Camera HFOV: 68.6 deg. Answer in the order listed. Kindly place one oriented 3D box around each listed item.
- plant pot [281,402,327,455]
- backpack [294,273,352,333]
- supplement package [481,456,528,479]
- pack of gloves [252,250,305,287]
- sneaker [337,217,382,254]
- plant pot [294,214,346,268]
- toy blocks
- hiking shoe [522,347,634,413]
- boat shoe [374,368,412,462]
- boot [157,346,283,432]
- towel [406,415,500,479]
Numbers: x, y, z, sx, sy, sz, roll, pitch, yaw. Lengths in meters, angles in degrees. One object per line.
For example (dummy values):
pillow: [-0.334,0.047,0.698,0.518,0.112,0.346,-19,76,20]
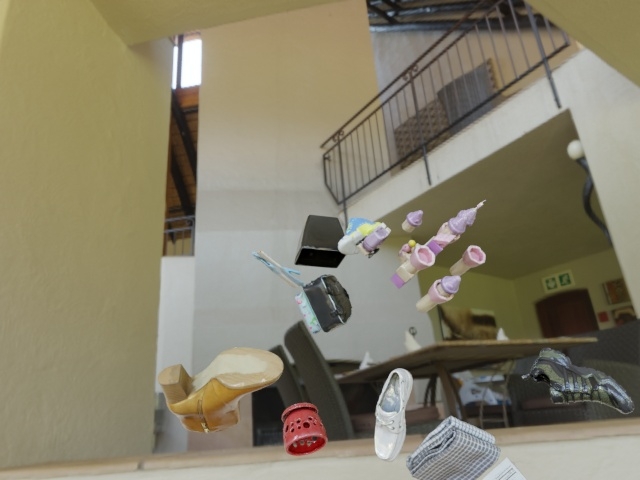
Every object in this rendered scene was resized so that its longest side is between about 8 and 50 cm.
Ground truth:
plant pot: [-0.076,0.839,2.102,0.191,0.174,0.191,-7,-47,-8]
backpack: [0.025,0.258,1.937,0.191,0.225,0.253,-28,-5,20]
supplement package: [0.611,0.819,1.438,0.149,0.203,0.194,-41,-48,-1]
pack of gloves: [-0.157,0.102,1.836,0.232,0.046,0.195,40,-15,-16]
sneaker: [0.127,-0.021,1.781,0.240,0.126,0.091,-20,-52,-40]
plant pot: [0.000,0.000,1.927,0.187,0.167,0.188,6,-26,-11]
toy blocks: [0.337,-0.001,1.399,0.288,0.309,0.260,-35,-13,-39]
hiking shoe: [0.592,0.348,1.088,0.227,0.114,0.086,27,-22,54]
boat shoe: [0.206,0.525,1.422,0.098,0.277,0.096,4,-15,32]
boot: [-0.208,0.356,1.084,0.295,0.104,0.211,-9,-51,7]
towel: [0.481,0.796,1.719,0.235,0.121,0.284,28,-67,-22]
